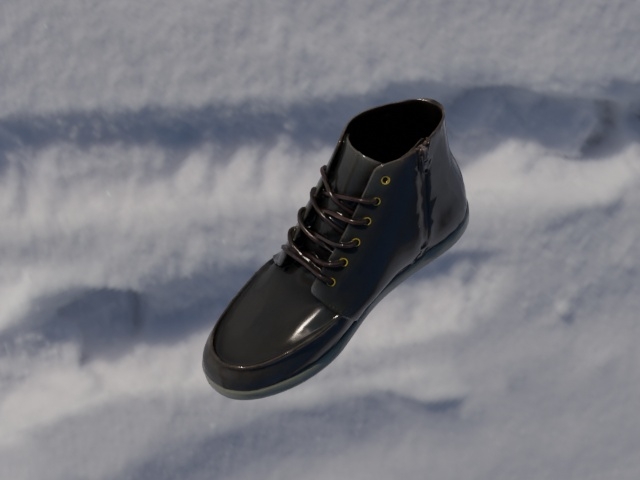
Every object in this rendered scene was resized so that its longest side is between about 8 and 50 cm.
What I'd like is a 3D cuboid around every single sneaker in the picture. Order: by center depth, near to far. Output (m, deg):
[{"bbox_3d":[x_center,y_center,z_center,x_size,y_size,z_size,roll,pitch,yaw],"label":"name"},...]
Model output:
[{"bbox_3d":[0.000,0.000,0.945,0.222,0.083,0.118,-42,146,-17],"label":"sneaker"}]
